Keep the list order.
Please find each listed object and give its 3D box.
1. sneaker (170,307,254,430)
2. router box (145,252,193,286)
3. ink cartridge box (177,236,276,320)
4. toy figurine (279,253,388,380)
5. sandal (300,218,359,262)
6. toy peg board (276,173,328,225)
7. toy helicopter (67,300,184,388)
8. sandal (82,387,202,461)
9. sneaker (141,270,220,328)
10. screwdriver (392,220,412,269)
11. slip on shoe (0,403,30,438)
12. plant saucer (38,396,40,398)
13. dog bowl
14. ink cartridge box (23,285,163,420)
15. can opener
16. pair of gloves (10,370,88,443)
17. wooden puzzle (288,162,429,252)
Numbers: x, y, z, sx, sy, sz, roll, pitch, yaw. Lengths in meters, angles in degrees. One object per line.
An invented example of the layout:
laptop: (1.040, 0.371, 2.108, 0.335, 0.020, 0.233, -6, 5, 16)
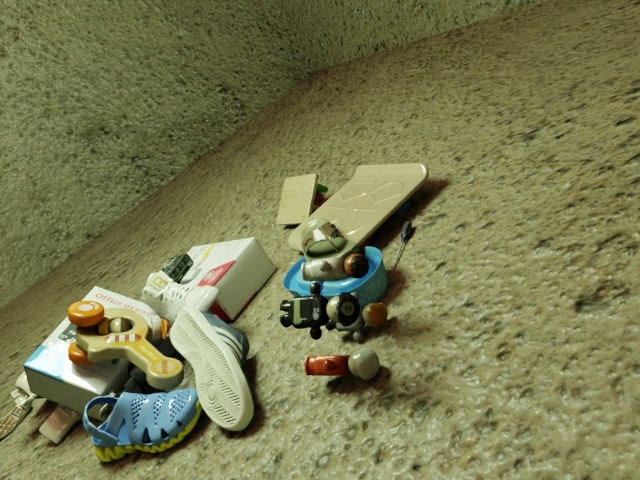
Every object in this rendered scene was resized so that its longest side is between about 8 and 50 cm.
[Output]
sneaker: (-0.202, 0.273, 1.244, 0.131, 0.148, 0.350, -56, 44, 14)
router box: (-0.435, 0.097, 1.629, 0.092, 0.038, 0.122, -13, 33, 37)
ink cartridge box: (-0.317, 0.117, 1.651, 0.306, 0.131, 0.226, -7, 35, 42)
toy figurine: (0.040, 0.142, 1.079, 0.148, 0.213, 0.210, -8, 29, 25)
sandal: (-0.002, 0.000, 1.361, 0.120, 0.086, 0.303, -35, 24, -5)
toy peg board: (-0.052, -0.122, 1.832, 0.161, 0.079, 0.161, -2, 75, 50)
toy helicopter: (-0.439, 0.254, 1.368, 0.354, 0.140, 0.234, 25, 24, 36)
sandal: (-0.400, 0.387, 1.233, 0.317, 0.138, 0.126, -23, 24, 17)
sneaker: (-0.378, 0.146, 1.461, 0.292, 0.169, 0.108, -34, 16, 52)
screwdriver: (0.195, 0.014, 1.371, 0.025, 0.024, 0.170, -50, 10, 51)
slip on shoe: (-0.928, 0.539, 1.701, 0.135, 0.051, 0.041, -58, -6, -31)
plant saucer: (-0.787, 0.401, 1.686, 0.199, 0.036, 0.199, -49, -15, -18)
dog bowl: (0.038, 0.094, 1.336, 0.297, 0.074, 0.166, 1, 41, 51)
ink cartridge box: (-0.595, 0.294, 1.523, 0.223, 0.129, 0.308, 18, 40, 8)
can opener: (-0.434, 0.360, 1.432, 0.095, 0.076, 0.283, 29, 59, 27)
pair of gloves: (-0.716, 0.405, 1.537, 0.240, 0.042, 0.204, 33, 63, 25)
wooden puzzle: (0.108, -0.075, 1.578, 0.348, 0.081, 0.322, -47, 27, -20)
